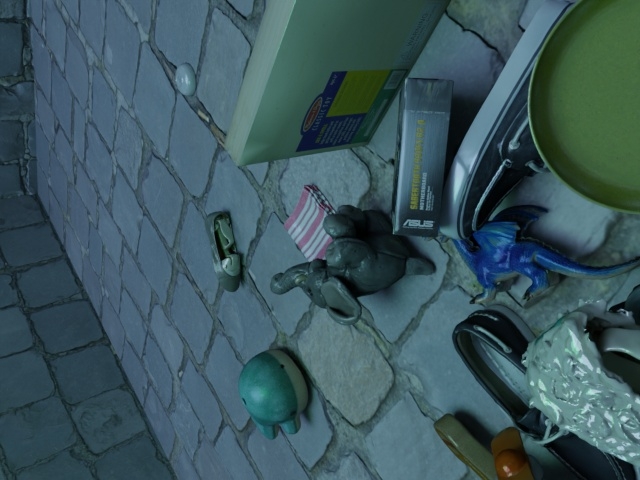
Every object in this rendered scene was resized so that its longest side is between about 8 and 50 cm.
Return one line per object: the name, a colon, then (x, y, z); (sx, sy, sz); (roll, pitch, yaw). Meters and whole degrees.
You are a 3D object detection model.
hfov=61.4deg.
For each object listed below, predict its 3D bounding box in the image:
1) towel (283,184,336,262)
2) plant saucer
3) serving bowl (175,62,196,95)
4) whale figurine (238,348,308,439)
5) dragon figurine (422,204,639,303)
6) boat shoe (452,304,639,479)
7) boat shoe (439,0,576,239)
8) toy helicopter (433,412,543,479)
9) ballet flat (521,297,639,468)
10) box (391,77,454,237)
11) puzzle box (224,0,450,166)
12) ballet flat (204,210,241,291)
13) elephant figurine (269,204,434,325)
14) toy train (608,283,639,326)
towel: (0.000, 0.000, 1.091); (0.197, 0.029, 0.144); (55, 140, 22)
plant saucer: (0.334, -0.146, 0.533); (0.241, 0.037, 0.240); (6, 107, 19)
serving bowl: (-0.351, -0.412, 1.381); (0.083, 0.027, 0.083); (22, 119, 47)
whale figurine: (-0.136, 0.394, 1.319); (0.216, 0.141, 0.271); (48, 137, 29)
dragon figurine: (0.255, 0.002, 0.721); (0.289, 0.085, 0.143); (-14, 92, 54)
boat shoe: (0.299, 0.228, 0.745); (0.302, 0.091, 0.114); (50, 137, 28)
boat shoe: (0.245, -0.123, 0.636); (0.102, 0.108, 0.301); (34, 104, 29)
toy helicopter: (0.271, 0.352, 0.767); (0.234, 0.140, 0.355); (56, 169, -26)
ballet flat: (0.365, 0.163, 0.416); (0.409, 0.147, 0.146); (22, 122, 24)
box: (0.129, -0.114, 0.723); (0.056, 0.231, 0.182); (4, 103, 6)
puzzle box: (0.039, -0.278, 0.736); (0.052, 0.272, 0.408); (55, 139, 23)
ballet flat: (-0.242, 0.028, 1.376); (0.068, 0.072, 0.213); (-15, 92, 47)
elephant figurine: (0.041, 0.066, 0.963); (0.239, 0.170, 0.186); (-62, 41, 36)
toy train: (0.442, 0.062, 0.479); (0.190, 0.142, 0.334); (54, 139, 5)
